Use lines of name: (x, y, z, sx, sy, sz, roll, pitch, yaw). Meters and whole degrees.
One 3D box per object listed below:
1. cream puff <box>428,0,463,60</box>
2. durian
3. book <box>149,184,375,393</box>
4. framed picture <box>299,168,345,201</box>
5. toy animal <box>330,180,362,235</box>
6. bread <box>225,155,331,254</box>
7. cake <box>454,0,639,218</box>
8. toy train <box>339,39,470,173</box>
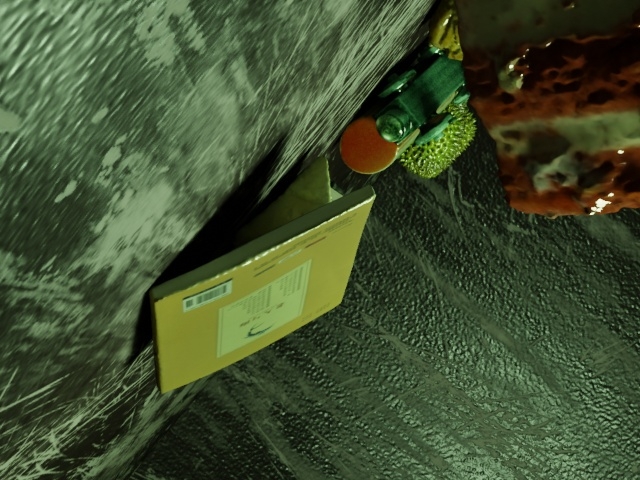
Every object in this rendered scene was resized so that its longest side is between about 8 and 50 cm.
cream puff: (0.209, -0.298, 1.835, 0.126, 0.103, 0.144, -47, 170, -37)
durian: (0.197, -0.206, 2.510, 0.159, 0.146, 0.198, -45, 162, -33)
book: (-0.074, 0.066, 1.612, 0.269, 0.032, 0.389, -26, 165, -15)
framed picture: (-0.050, 0.002, 2.021, 0.213, 0.016, 0.289, -50, 167, 3)
toy animal: (-0.005, -0.002, 2.476, 0.146, 0.114, 0.245, -56, 158, -23)
bread: (-0.039, 0.014, 1.832, 0.178, 0.142, 0.266, -31, 161, -13)
cake: (0.293, -0.212, 1.341, 0.269, 0.320, 0.270, -6, -146, 33)
toy train: (0.134, -0.197, 2.038, 0.177, 0.116, 0.285, -37, -173, 38)
